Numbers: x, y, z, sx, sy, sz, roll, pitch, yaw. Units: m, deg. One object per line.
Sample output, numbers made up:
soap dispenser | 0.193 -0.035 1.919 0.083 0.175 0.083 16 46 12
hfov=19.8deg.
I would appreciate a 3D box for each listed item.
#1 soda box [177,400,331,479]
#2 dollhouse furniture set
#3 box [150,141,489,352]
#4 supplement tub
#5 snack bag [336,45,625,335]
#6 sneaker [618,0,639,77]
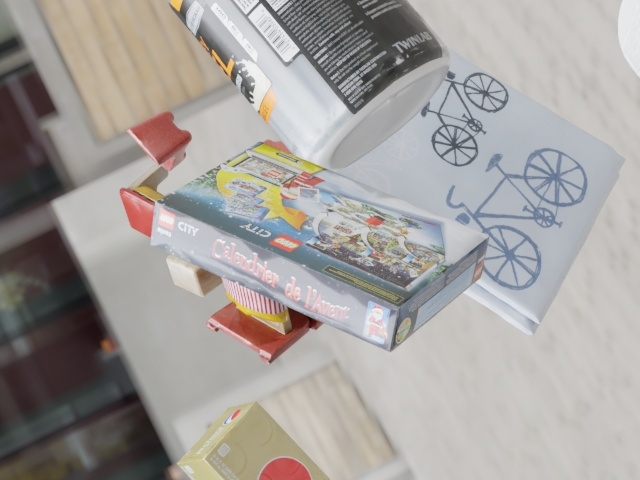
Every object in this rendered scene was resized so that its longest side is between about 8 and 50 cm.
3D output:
soda box | -0.016 0.203 1.336 0.181 0.061 0.058 47 154 -9
dollhouse furniture set | -0.143 -0.029 2.211 0.374 0.152 0.201 25 140 42
box | 0.000 0.000 1.516 0.233 0.159 0.044 23 123 23
supplement tub | -0.031 -0.241 1.894 0.316 0.193 0.193 51 170 11
snack bag | 0.175 -0.083 2.224 0.342 0.323 0.037 32 141 1
sneaker | 0.371 -0.158 1.504 0.256 0.151 0.094 23 114 50
